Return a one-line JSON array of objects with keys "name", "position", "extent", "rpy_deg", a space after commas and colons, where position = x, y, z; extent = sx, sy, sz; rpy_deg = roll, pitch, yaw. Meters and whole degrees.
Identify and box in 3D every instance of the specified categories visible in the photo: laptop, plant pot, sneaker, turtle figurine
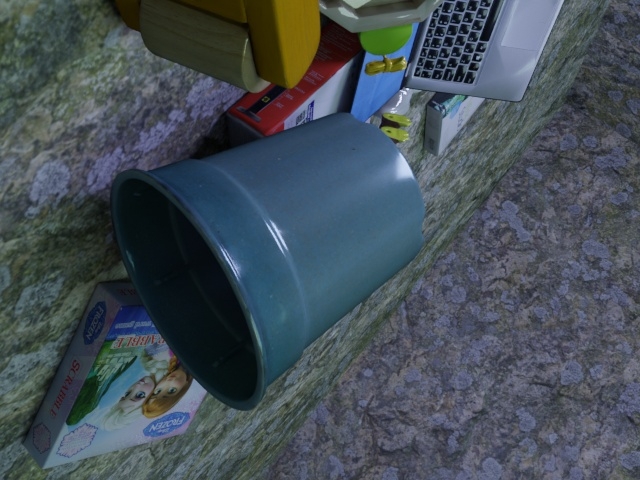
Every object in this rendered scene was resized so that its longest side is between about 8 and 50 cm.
[{"name": "laptop", "position": [0.259, -0.369, 1.280], "extent": [0.236, 0.407, 0.382], "rpy_deg": [-98, -163, -47]}, {"name": "plant pot", "position": [-0.056, -0.004, 1.029], "extent": [0.334, 0.341, 0.341], "rpy_deg": [-31, 152, -30]}, {"name": "sneaker", "position": [0.170, -0.339, 1.579], "extent": [0.212, 0.080, 0.094], "rpy_deg": [-51, 151, -37]}, {"name": "turtle figurine", "position": [0.116, -0.140, 1.474], "extent": [0.269, 0.087, 0.217], "rpy_deg": [-50, 160, -55]}]

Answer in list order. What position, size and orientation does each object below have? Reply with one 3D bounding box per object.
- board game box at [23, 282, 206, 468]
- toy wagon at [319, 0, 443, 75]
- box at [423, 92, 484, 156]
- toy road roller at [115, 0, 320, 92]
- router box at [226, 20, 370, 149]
[{"name": "board game box", "position": [-0.293, 0.215, 1.255], "extent": [0.318, 0.066, 0.318], "rpy_deg": [2, 121, -55]}, {"name": "toy wagon", "position": [0.087, -0.379, 1.025], "extent": [0.267, 0.068, 0.344], "rpy_deg": [-11, 145, -6]}, {"name": "box", "position": [0.400, -0.410, 2.050], "extent": [0.322, 0.058, 0.232], "rpy_deg": [-52, 162, -15]}, {"name": "toy road roller", "position": [-0.080, -0.333, 0.720], "extent": [0.241, 0.202, 0.330], "rpy_deg": [-59, 164, -25]}, {"name": "router box", "position": [-0.026, -0.182, 1.305], "extent": [0.301, 0.082, 0.335], "rpy_deg": [-47, 160, -25]}]
